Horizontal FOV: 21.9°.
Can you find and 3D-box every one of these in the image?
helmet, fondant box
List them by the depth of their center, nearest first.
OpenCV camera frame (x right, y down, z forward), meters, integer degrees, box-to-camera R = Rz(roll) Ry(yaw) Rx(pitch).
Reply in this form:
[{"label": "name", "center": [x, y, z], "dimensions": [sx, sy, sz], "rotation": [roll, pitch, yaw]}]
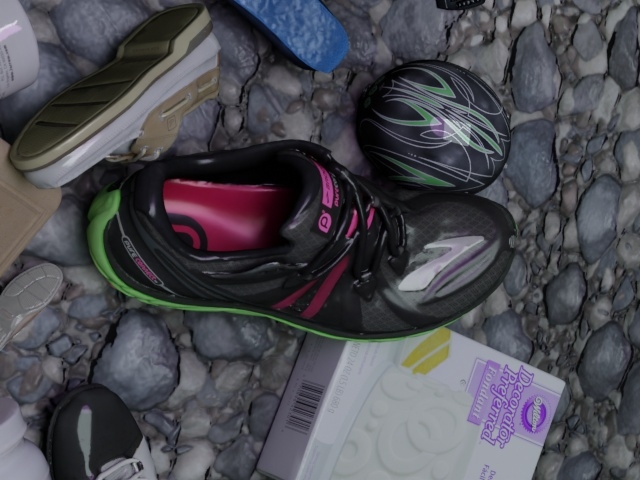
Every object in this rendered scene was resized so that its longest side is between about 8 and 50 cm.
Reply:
[{"label": "helmet", "center": [0.134, -0.129, 1.915], "dimensions": [0.169, 0.161, 0.169], "rotation": [-4, 98, -31]}, {"label": "fondant box", "center": [0.114, 0.220, 1.983], "dimensions": [0.330, 0.096, 0.238], "rotation": [25, 82, -32]}]

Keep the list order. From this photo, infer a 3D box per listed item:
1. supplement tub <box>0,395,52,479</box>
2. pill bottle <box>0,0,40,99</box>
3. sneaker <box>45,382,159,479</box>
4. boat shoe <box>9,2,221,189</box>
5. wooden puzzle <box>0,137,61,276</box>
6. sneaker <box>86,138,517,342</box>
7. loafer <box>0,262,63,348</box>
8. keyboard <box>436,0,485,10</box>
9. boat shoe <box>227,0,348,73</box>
[{"label": "supplement tub", "center": [-0.348, 0.311, 1.653], "dimensions": [0.191, 0.191, 0.272], "rotation": [-20, 105, -28]}, {"label": "pill bottle", "center": [-0.400, -0.166, 1.601], "dimensions": [0.229, 0.131, 0.131], "rotation": [-29, 110, -26]}, {"label": "sneaker", "center": [-0.192, 0.311, 1.771], "dimensions": [0.122, 0.146, 0.330], "rotation": [-24, 108, -36]}, {"label": "boat shoe", "center": [-0.194, -0.130, 1.710], "dimensions": [0.302, 0.113, 0.103], "rotation": [-47, 128, -39]}, {"label": "wooden puzzle", "center": [-0.385, -0.005, 1.624], "dimensions": [0.238, 0.044, 0.221], "rotation": [-55, 147, -4]}, {"label": "sneaker", "center": [0.000, 0.000, 1.766], "dimensions": [0.483, 0.202, 0.185], "rotation": [1, 71, -20]}, {"label": "loafer", "center": [-0.320, 0.075, 1.738], "dimensions": [0.045, 0.039, 0.125], "rotation": [40, 69, 6]}, {"label": "keyboard", "center": [0.153, -0.367, 1.973], "dimensions": [0.100, 0.038, 0.192], "rotation": [-19, 104, -28]}, {"label": "boat shoe", "center": [-0.078, -0.280, 1.815], "dimensions": [0.109, 0.089, 0.258], "rotation": [-40, 114, -12]}]
